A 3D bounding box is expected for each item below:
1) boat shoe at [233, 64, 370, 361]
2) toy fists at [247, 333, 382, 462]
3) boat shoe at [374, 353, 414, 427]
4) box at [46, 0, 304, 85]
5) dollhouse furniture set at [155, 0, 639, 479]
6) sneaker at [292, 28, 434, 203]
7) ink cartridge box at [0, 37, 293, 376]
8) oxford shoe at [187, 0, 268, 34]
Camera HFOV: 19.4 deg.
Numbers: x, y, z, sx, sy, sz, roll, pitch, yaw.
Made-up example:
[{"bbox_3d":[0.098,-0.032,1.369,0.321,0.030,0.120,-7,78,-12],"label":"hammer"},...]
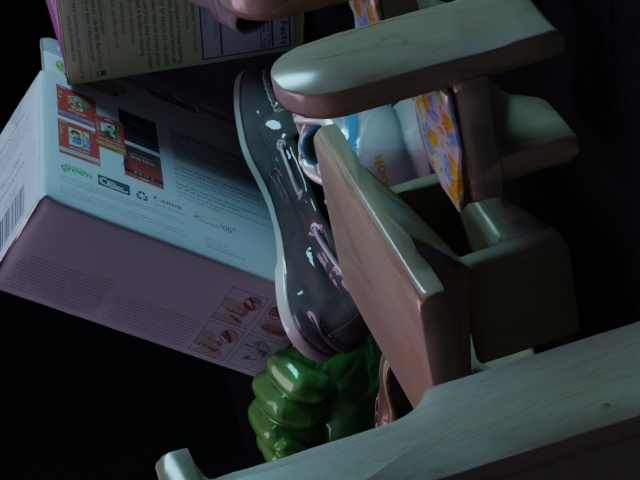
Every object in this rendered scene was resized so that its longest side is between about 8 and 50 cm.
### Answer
[{"bbox_3d":[-0.001,-0.042,1.799,0.112,0.095,0.335,30,-141,-48],"label":"boat shoe"},{"bbox_3d":[0.009,0.224,1.880,0.096,0.142,0.279,-115,14,-58],"label":"toy fists"},{"bbox_3d":[0.077,0.152,1.592,0.060,0.064,0.178,-106,13,-60],"label":"boat shoe"},{"bbox_3d":[-0.158,-0.281,1.889,0.213,0.243,0.117,-110,14,-46],"label":"box"},{"bbox_3d":[0.029,0.076,1.007,0.394,0.256,0.362,-119,15,-59],"label":"dollhouse furniture set"},{"bbox_3d":[0.021,-0.100,1.465,0.228,0.092,0.087,-114,12,-60],"label":"sneaker"},{"bbox_3d":[-0.168,-0.035,1.880,0.130,0.309,0.272,-53,29,31],"label":"ink cartridge box"},{"bbox_3d":[-0.041,-0.298,1.526,0.130,0.169,0.449,36,159,1],"label":"oxford shoe"}]
